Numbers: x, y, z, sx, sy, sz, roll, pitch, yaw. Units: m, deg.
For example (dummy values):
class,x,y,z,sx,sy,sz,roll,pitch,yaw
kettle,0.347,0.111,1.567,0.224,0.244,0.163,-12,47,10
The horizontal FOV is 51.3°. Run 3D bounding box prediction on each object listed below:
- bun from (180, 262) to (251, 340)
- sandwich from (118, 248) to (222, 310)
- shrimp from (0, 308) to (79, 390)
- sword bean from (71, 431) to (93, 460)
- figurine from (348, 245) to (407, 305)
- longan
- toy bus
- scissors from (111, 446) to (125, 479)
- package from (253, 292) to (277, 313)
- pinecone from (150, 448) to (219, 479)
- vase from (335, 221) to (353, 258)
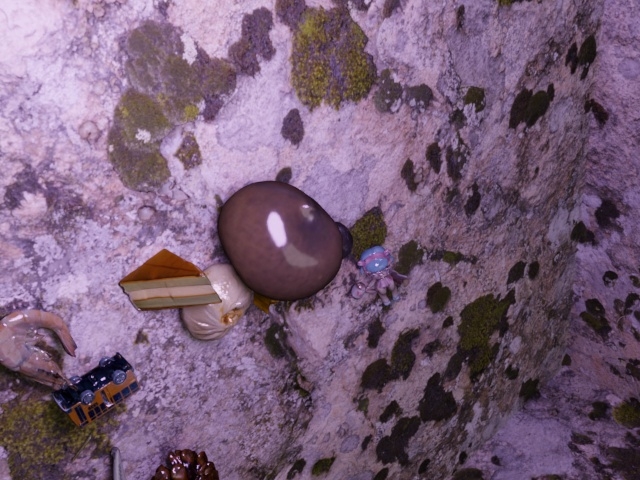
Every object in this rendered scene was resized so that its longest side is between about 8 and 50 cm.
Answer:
class,x,y,z,sx,sy,sz,roll,pitch,yaw
bun,-0.258,0.170,1.739,0.222,0.127,0.223,-23,126,-36
sandwich,-0.354,0.124,1.580,0.144,0.187,0.117,-45,137,-23
shrimp,-0.615,0.239,1.487,0.254,0.059,0.145,43,68,-42
sword bean,-0.606,0.526,1.701,0.083,0.012,0.012,-54,139,-7
figurine,0.180,0.124,2.178,0.205,0.103,0.260,-18,137,9
longan,-0.100,0.005,1.685,0.288,0.288,0.350,-49,123,-11
toy bus,-0.539,0.366,1.612,0.182,0.091,0.103,-32,132,-29
scissors,-0.538,0.691,1.789,0.138,0.041,0.289,-11,102,-43
package,-0.136,0.135,1.879,0.131,0.071,0.047,-48,143,-10
pinecone,-0.382,0.699,1.883,0.202,0.201,0.229,-30,135,-34
vase,0.000,0.000,1.913,0.182,0.120,0.120,7,109,-27
